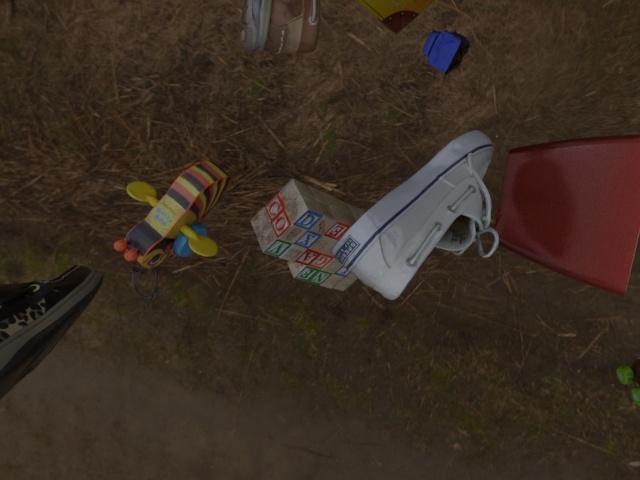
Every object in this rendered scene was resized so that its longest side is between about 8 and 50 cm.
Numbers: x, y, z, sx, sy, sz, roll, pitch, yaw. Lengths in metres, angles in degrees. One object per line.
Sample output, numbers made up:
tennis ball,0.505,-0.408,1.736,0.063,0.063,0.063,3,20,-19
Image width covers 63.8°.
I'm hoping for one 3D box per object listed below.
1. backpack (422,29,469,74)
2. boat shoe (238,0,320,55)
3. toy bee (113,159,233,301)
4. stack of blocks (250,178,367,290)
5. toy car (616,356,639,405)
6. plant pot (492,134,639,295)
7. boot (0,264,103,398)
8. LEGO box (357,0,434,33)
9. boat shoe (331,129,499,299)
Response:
backpack,0.330,-0.499,1.335,0.101,0.120,0.098,40,125,13
boat shoe,-0.032,-0.403,0.707,0.116,0.123,0.324,10,86,-13
toy bee,-0.273,-0.008,0.911,0.195,0.162,0.298,18,97,14
stack of blocks,0.000,0.000,1.071,0.171,0.297,0.087,-43,53,23
toy car,0.940,0.347,1.422,0.155,0.149,0.188,-11,127,1
plant pot,0.479,-0.066,0.991,0.236,0.267,0.267,12,99,28
boot,-0.471,0.064,0.642,0.284,0.377,0.138,38,111,-9
LEGO box,0.018,-0.679,0.935,0.193,0.500,0.372,-34,56,32
boat shoe,0.186,-0.033,0.749,0.156,0.367,0.136,45,140,9
